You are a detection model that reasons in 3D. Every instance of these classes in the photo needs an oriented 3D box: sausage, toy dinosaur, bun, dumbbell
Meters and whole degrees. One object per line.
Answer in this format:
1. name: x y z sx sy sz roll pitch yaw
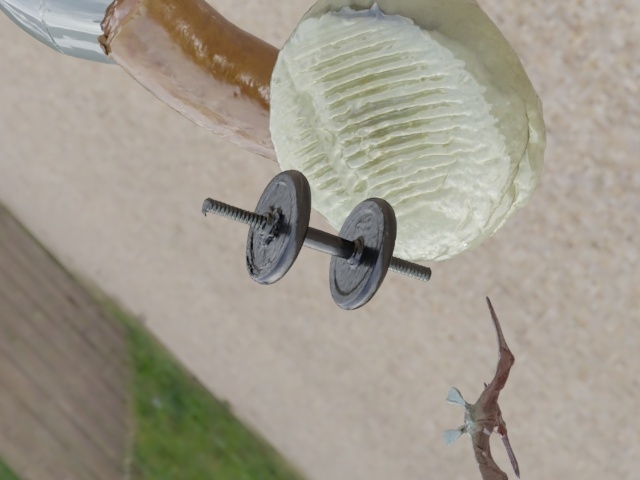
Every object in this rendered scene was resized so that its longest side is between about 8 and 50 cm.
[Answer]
1. sausage: -0.065 -0.137 1.561 0.270 0.109 0.109 27 177 -22
2. toy dinosaur: 0.143 0.159 1.553 0.032 0.220 0.108 1 177 29
3. bun: 0.076 -0.097 1.346 0.220 0.134 0.220 13 118 26
4. dumbbell: 0.000 0.000 1.031 0.147 0.069 0.069 18 -178 -24

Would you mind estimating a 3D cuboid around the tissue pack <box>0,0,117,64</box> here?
1. tissue pack: -0.225 -0.360 1.846 0.236 0.333 0.229 16 170 6
